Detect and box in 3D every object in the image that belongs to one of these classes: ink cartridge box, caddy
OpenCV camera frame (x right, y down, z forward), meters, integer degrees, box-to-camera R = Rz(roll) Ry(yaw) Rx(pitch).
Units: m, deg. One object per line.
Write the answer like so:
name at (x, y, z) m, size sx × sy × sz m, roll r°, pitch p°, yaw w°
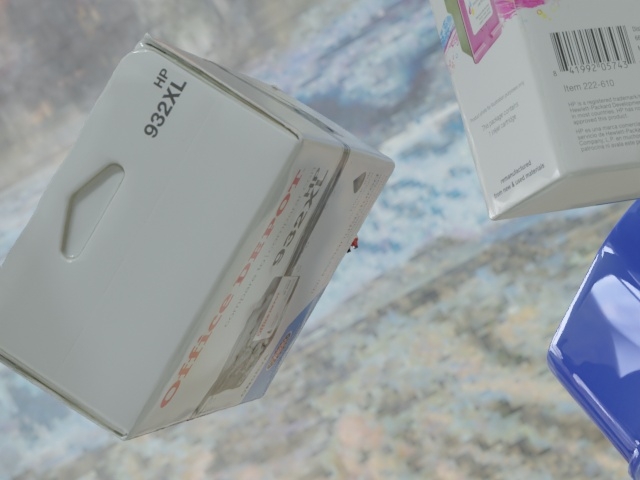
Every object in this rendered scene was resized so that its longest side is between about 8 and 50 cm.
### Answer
ink cartridge box at (-0.079, 0.001, 1.103) m, size 0.223 × 0.129 × 0.307 m, roll -59°, pitch -12°, yaw 7°
caddy at (0.343, 0.065, 1.312) m, size 0.241 × 0.179 × 0.341 m, roll -24°, pitch -30°, yaw -31°
ink cartridge box at (0.087, -0.076, 0.509) m, size 0.089 × 0.122 × 0.052 m, roll -8°, pitch -12°, yaw -25°

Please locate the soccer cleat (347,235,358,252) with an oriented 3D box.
soccer cleat at (0.000, 0.000, 1.498) m, size 0.083 × 0.035 × 0.029 m, roll -14°, pitch -11°, yaw -37°
